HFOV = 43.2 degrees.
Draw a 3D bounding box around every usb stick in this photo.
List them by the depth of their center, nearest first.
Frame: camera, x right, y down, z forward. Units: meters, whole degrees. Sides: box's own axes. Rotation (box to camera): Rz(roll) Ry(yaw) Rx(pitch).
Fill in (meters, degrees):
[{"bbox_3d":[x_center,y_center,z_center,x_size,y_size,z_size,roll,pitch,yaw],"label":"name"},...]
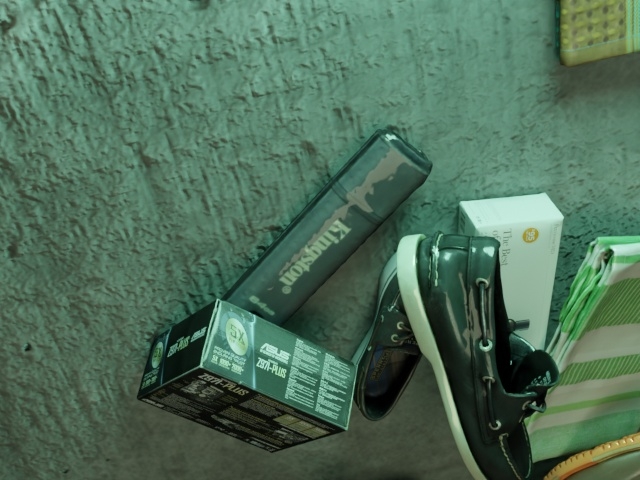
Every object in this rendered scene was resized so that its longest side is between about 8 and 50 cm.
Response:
[{"bbox_3d":[0.000,0.000,0.838,0.077,0.045,0.278,34,110,-28],"label":"usb stick"}]

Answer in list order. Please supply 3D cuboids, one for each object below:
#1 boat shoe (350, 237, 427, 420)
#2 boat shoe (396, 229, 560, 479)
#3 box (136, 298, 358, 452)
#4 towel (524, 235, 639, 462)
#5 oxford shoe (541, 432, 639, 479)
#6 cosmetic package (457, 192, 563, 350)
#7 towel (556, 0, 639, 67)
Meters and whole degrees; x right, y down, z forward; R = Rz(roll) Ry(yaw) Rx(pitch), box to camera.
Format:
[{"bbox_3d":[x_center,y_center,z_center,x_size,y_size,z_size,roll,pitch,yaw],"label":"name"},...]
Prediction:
[{"bbox_3d":[0.089,0.107,0.903,0.080,0.076,0.228,16,117,-19],"label":"boat shoe"},{"bbox_3d":[0.186,0.132,0.836,0.113,0.127,0.340,-13,113,23],"label":"boat shoe"},{"bbox_3d":[-0.078,0.150,0.860,0.180,0.077,0.147,28,144,-24],"label":"box"},{"bbox_3d":[0.356,0.133,0.956,0.248,0.038,0.324,-4,124,-29],"label":"towel"},{"bbox_3d":[0.333,0.365,1.040,0.130,0.132,0.363,9,134,-43],"label":"oxford shoe"},{"bbox_3d":[0.205,0.067,0.910,0.099,0.060,0.239,-8,123,-7],"label":"cosmetic package"},{"bbox_3d":[0.388,-0.319,0.723,0.370,0.040,0.271,-13,122,-1],"label":"towel"}]
